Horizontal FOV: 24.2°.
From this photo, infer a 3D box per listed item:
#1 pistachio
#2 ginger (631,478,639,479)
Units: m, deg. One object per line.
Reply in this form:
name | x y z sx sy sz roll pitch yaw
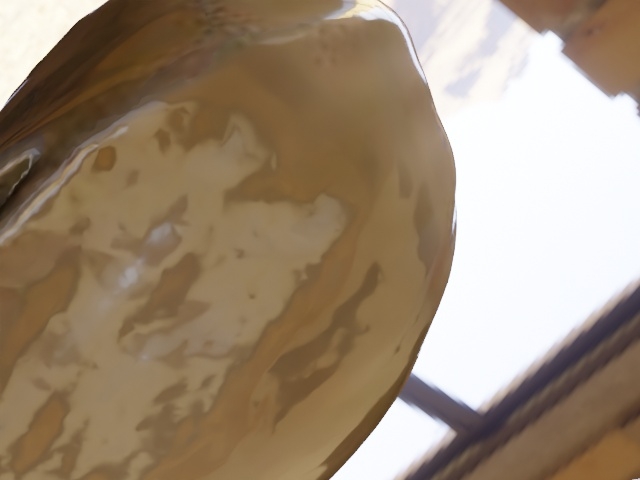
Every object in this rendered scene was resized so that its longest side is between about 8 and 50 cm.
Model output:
pistachio | -0.048 0.023 0.391 0.152 0.126 0.223 0 134 -46
ginger | 0.166 0.216 0.749 0.269 0.200 0.223 29 -68 47
